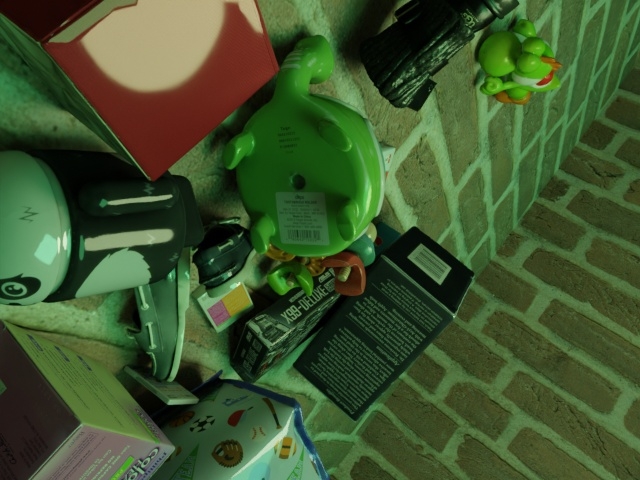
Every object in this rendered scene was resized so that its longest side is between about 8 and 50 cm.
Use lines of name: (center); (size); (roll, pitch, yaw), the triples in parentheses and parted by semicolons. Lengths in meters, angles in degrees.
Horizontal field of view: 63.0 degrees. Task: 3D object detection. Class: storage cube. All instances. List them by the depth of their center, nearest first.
storage cube: (-0.190, -0.216, 0.525); (0.193, 0.184, 0.215); (-46, 152, -13)

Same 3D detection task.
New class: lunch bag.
lunch bag: (-0.243, 0.423, 0.994); (0.328, 0.386, 0.238); (-30, 109, -38)

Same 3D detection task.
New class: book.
book: (-0.194, 0.120, 1.055); (0.096, 0.035, 0.144); (-39, 149, -21)

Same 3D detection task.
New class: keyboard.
keyboard: (0.209, -0.355, 1.173); (0.180, 0.023, 0.108); (-4, 130, -57)

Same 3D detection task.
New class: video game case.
video game case: (-0.292, 0.266, 0.963); (0.011, 0.122, 0.087); (-63, 153, -3)

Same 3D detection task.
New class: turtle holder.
turtle holder: (-0.020, -0.140, 0.869); (0.243, 0.320, 0.227); (-31, -177, 30)

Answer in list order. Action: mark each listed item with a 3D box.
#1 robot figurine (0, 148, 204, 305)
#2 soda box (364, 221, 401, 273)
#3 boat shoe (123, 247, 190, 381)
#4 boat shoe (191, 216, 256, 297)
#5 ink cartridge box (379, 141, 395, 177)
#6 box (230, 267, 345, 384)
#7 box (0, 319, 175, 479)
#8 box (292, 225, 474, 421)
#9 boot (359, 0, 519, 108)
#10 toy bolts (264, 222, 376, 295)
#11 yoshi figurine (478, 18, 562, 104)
robot figurine: (-0.273, -0.017, 0.614); (0.278, 0.174, 0.209); (-9, 132, -53)
soda box: (0.128, 0.045, 1.433); (0.210, 0.071, 0.067); (-42, 150, -24)
boat shoe: (-0.279, 0.125, 0.886); (0.099, 0.116, 0.319); (4, 131, -17)
boat shoe: (-0.160, 0.009, 0.840); (0.095, 0.254, 0.079); (-25, 108, 8)
ink cartridge box: (0.092, -0.140, 1.204); (0.179, 0.045, 0.145); (-30, 143, -43)
box: (-0.056, 0.188, 1.234); (0.307, 0.076, 0.242); (-35, 163, -34)
box: (-0.362, 0.254, 0.741); (0.117, 0.214, 0.243); (-49, 153, -12)
box: (0.163, 0.200, 1.311); (0.395, 0.212, 0.293); (-54, 169, 27)
boot: (0.198, -0.408, 0.955); (0.260, 0.131, 0.348); (-39, -159, 31)
toy bolts: (0.000, 0.000, 1.070); (0.158, 0.229, 0.218); (-62, 142, -39)
yoshi figurine: (0.519, -0.482, 1.415); (0.203, 0.203, 0.362); (-20, 178, 19)
